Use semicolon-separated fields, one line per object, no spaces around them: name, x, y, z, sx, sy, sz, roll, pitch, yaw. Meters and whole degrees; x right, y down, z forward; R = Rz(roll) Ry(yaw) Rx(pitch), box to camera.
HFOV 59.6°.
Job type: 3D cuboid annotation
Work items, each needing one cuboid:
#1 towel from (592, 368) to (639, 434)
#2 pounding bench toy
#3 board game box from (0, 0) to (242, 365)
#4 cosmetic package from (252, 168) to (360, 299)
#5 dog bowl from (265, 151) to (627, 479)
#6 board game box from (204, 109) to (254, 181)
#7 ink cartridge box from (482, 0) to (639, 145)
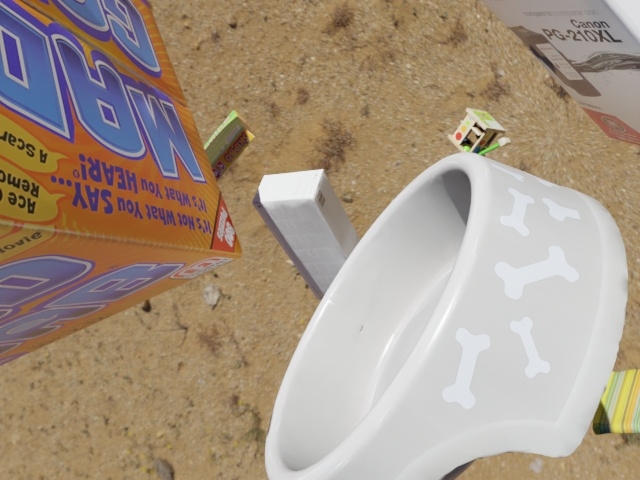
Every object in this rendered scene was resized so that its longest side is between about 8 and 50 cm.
towel;0.432;0.180;0.626;0.237;0.102;0.021;-22;108;49
pounding bench toy;0.255;-0.158;0.891;0.083;0.052;0.065;58;133;33
board game box;-0.344;-0.088;0.480;0.355;0.356;0.357;-24;81;11
cosmetic package;0.000;0.000;0.835;0.098;0.061;0.239;-4;139;26
dog bowl;0.073;0.081;0.467;0.102;0.349;0.349;32;112;-8
board game box;-0.187;-0.181;1.068;0.039;0.259;0.124;38;98;-24
ink cartridge box;0.248;-0.173;0.440;0.237;0.172;0.100;35;101;-21
